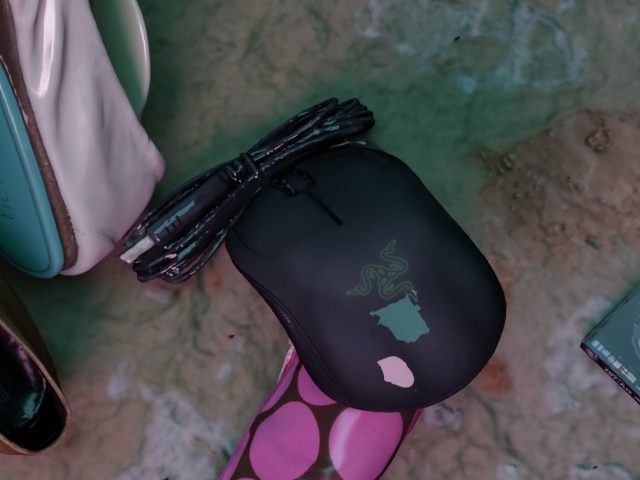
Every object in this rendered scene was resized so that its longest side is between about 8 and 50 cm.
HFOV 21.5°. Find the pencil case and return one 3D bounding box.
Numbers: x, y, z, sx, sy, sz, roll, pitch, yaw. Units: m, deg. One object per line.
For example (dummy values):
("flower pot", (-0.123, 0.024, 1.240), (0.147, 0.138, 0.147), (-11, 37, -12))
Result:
("pencil case", (-0.021, 0.143, 1.002), (0.098, 0.095, 0.209), (30, 80, 13))

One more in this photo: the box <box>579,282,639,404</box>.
("box", (0.214, 0.070, 1.045), (0.067, 0.018, 0.083), (-42, 76, -8))

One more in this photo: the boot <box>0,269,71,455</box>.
("boot", (-0.239, 0.000, 0.962), (0.112, 0.115, 0.305), (-40, 112, -16))

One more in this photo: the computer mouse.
("computer mouse", (0.000, 0.000, 0.979), (0.188, 0.072, 0.272), (-35, 40, -10))

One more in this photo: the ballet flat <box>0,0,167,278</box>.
("ballet flat", (-0.174, -0.160, 0.949), (0.139, 0.400, 0.139), (-8, 38, 6))
